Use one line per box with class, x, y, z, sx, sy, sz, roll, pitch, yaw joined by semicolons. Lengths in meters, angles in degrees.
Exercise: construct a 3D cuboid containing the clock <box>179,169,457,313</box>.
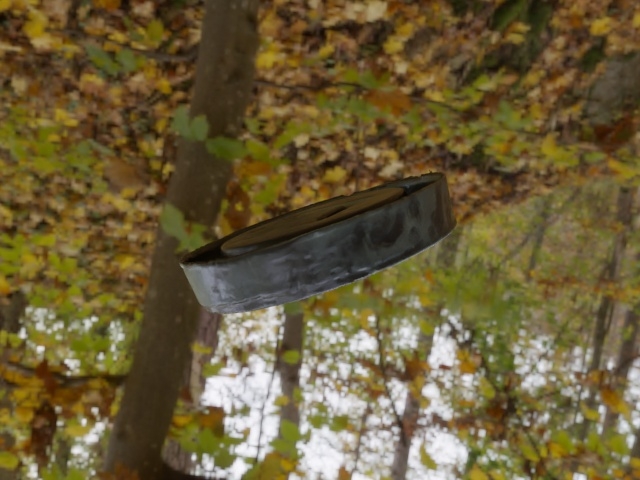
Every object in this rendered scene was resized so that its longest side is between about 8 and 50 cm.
clock;0.000;0.000;0.734;0.226;0.049;0.226;-19;-173;2
